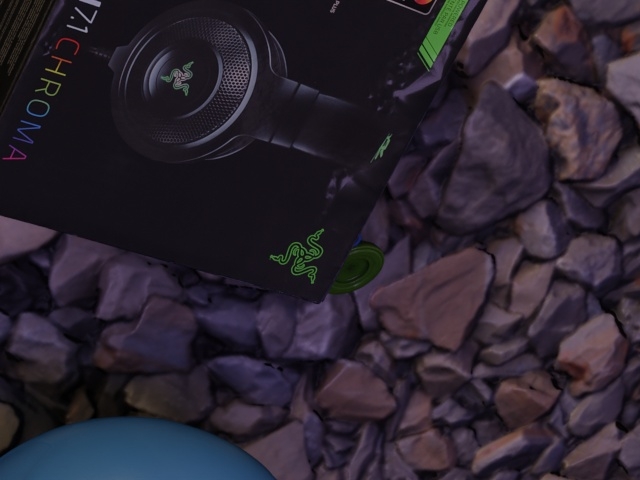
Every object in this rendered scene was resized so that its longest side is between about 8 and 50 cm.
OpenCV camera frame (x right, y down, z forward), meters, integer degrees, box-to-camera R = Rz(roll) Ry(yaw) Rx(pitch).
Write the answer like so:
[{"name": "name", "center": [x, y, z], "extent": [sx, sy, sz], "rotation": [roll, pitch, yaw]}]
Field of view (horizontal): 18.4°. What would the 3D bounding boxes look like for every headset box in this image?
[{"name": "headset box", "center": [-0.066, -0.116, 1.223], "extent": [0.283, 0.131, 0.246], "rotation": [17, 111, -33]}]

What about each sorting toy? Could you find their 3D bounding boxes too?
[{"name": "sorting toy", "center": [0.000, 0.000, 1.386], "extent": [0.102, 0.042, 0.061], "rotation": [14, 128, -44]}]

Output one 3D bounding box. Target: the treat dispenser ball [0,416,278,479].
[{"name": "treat dispenser ball", "center": [-0.130, 0.262, 1.322], "extent": [0.288, 0.288, 0.288], "rotation": [-12, 123, -18]}]
